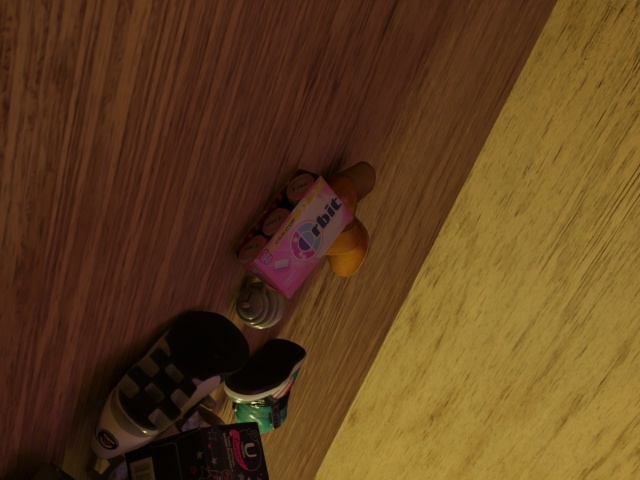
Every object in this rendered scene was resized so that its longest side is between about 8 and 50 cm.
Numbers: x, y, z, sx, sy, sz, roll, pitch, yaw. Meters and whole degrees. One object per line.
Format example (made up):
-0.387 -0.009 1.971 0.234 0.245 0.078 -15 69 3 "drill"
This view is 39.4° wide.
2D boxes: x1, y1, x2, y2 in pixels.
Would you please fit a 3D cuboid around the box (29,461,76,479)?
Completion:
-0.393 0.513 1.251 0.318 0.097 0.395 -46 153 -17 "box"

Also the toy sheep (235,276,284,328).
-0.106 0.110 1.556 0.091 0.091 0.132 -59 151 10 "toy sheep"

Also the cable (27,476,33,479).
-0.423 0.408 1.233 0.184 0.047 0.150 -53 165 -11 "cable"

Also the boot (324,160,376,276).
0.001 0.000 1.658 0.211 0.104 0.295 -38 151 -38 "boot"

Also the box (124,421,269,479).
-0.166 0.408 1.304 0.163 0.247 0.142 -23 161 29 "box"

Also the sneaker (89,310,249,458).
-0.233 0.215 1.347 0.146 0.122 0.330 -45 174 31 "sneaker"

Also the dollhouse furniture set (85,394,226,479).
-0.228 0.390 1.488 0.212 0.161 0.242 -49 148 -27 "dollhouse furniture set"

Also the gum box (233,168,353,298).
-0.046 -0.008 1.444 0.188 0.062 0.107 -53 130 -14 "gum box"

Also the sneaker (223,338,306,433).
-0.134 0.323 1.843 0.295 0.123 0.178 -21 133 -67 "sneaker"
